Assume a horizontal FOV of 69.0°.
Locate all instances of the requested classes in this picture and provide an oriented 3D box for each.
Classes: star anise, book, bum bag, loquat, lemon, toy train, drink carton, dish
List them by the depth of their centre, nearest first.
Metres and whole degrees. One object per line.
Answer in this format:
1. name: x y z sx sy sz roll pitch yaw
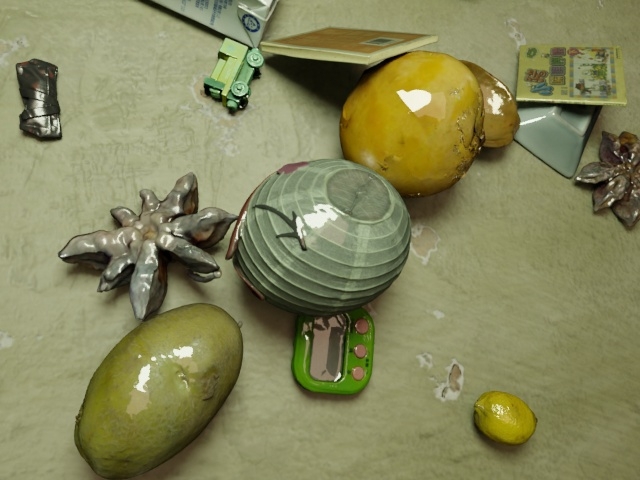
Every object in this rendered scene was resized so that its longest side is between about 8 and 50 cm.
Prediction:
1. star anise: -0.232 0.005 0.652 0.237 0.093 0.229 -4 59 -6
2. bum bag: -0.416 -0.211 0.688 0.058 0.034 0.124 -6 79 -32
3. loquat: 0.149 -0.182 0.751 0.235 0.235 0.234 4 76 -16
4. book: 0.041 -0.320 0.755 0.170 0.242 0.018 -31 130 -33
5. drink carton: -0.219 -0.452 0.761 0.315 0.106 0.130 21 63 -12
6. lemon: 0.297 0.289 0.763 0.111 0.082 0.082 21 72 -7
7. toy train: -0.143 -0.278 0.779 0.081 0.050 0.122 23 72 -6
8. book: 0.493 -0.329 0.921 0.193 0.013 0.167 8 59 16
9. dish: 0.511 -0.277 0.961 0.182 0.080 0.243 34 69 -7
10. star anise: 0.640 -0.128 0.967 0.197 0.073 0.212 38 72 -3

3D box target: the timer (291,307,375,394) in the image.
1. timer: 0.020 0.166 0.726 0.128 0.047 0.140 10 75 -16

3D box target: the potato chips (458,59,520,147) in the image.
1. potato chips: 0.279 -0.252 0.893 0.208 0.062 0.195 -5 74 -17

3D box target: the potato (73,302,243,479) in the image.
1. potato: -0.192 0.176 0.596 0.251 0.174 0.159 -40 100 -36

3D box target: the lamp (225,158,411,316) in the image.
1. lamp: 0.000 0.000 0.667 0.233 0.233 0.265 54 46 1
